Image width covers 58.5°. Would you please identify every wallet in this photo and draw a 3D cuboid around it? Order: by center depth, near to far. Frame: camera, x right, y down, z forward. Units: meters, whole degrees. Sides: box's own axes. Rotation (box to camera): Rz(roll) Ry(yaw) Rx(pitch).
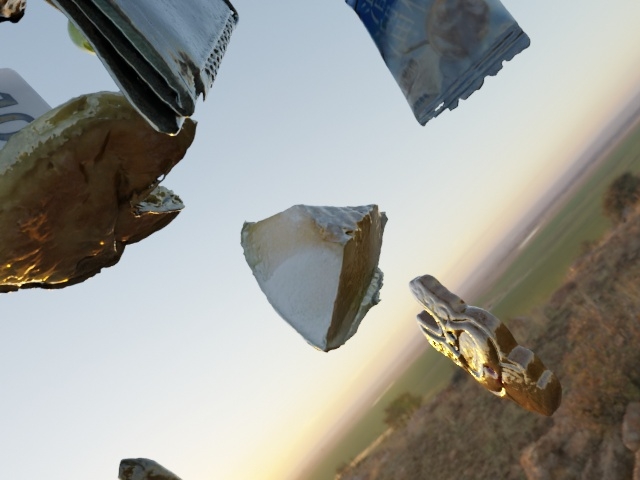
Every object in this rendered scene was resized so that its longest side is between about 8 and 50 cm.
[{"bbox_3d":[-0.180,-0.242,0.505,0.075,0.237,0.342,-33,28,17],"label":"wallet"}]

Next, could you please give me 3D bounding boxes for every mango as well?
[{"bbox_3d":[-0.417,-0.409,1.092,0.117,0.163,0.089,-1,-49,-14],"label":"mango"}]

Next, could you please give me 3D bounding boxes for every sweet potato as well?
[{"bbox_3d":[-0.161,0.373,0.739,0.075,0.273,0.075,-28,21,12],"label":"sweet potato"}]

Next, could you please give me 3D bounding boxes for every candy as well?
[{"bbox_3d":[0.065,-0.145,0.364,0.038,0.136,0.088,-10,-24,-44],"label":"candy"}]

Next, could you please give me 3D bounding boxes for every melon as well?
[{"bbox_3d":[-0.004,0.002,0.506,0.202,0.140,0.093,-55,-20,-57],"label":"melon"}]

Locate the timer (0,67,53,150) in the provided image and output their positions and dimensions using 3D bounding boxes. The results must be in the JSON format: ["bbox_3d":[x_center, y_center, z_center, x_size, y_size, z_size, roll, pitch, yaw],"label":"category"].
[{"bbox_3d":[-0.464,-0.092,0.777,0.194,0.192,0.195,-48,-5,38],"label":"timer"}]

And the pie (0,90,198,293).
[{"bbox_3d":[-0.301,-0.049,0.729,0.337,0.075,0.337,-36,-18,-13],"label":"pie"}]

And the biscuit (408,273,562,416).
[{"bbox_3d":[0.252,0.172,0.923,0.044,0.295,0.186,-36,-51,-17],"label":"biscuit"}]

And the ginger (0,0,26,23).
[{"bbox_3d":[-0.531,-0.341,0.634,0.418,0.254,0.176,-5,-3,4],"label":"ginger"}]
